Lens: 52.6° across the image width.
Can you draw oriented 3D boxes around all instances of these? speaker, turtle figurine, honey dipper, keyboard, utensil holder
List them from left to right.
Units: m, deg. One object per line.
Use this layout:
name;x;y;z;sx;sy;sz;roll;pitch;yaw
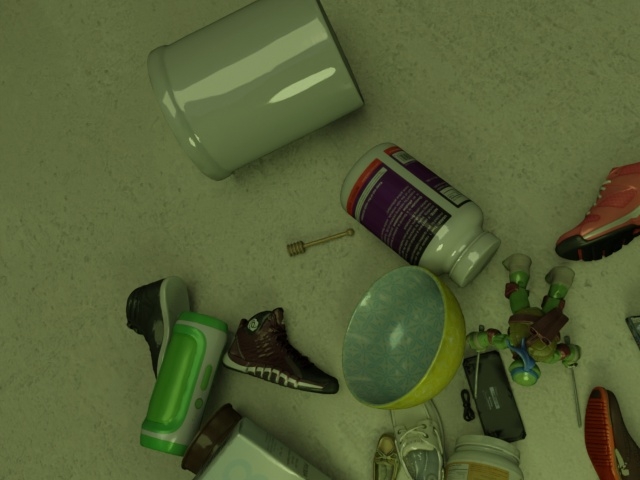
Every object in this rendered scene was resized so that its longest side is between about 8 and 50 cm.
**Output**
speaker;-0.298;0.314;1.427;0.131;0.131;0.296;8;71;20
utensil holder;-0.135;-0.362;1.463;0.385;0.327;0.327;-24;72;10
honey dipper;0.000;0.000;1.490;0.160;0.030;0.030;-18;73;12
keyboard;0.335;0.323;1.309;0.108;0.023;0.180;-17;72;8
turtle figurine;0.399;0.183;1.265;0.198;0.275;0.266;-2;54;35

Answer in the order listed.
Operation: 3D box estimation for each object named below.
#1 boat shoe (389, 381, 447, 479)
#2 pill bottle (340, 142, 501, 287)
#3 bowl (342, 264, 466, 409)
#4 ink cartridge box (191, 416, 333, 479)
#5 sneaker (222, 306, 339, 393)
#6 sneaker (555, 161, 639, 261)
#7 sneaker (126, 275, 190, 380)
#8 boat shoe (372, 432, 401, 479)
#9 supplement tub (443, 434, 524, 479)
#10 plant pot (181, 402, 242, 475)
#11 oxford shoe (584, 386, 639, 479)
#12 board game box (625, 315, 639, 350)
boat shoe;0.199;0.407;1.294;0.098;0.096;0.277;-25;67;15
pill bottle;0.207;-0.049;1.348;0.323;0.181;0.181;41;93;22
bowl;0.192;0.209;1.291;0.289;0.156;0.289;-36;40;38
ink cartridge box;-0.095;0.583;1.273;0.385;0.091;0.308;37;98;-2
sneaker;-0.078;0.234;1.427;0.281;0.106;0.162;12;79;21
sneaker;0.589;-0.071;1.277;0.314;0.116;0.136;-29;60;4
sneaker;-0.386;0.235;1.542;0.147;0.104;0.296;-6;86;35
boat shoe;0.132;0.475;1.330;0.056;0.048;0.153;7;81;20
supplement tub;0.296;0.478;1.195;0.144;0.144;0.200;5;55;20
plant pot;-0.180;0.465;1.387;0.165;0.167;0.167;31;89;14
oxford shoe;0.558;0.404;1.190;0.098;0.097;0.271;-6;80;-3
board game box;0.686;0.225;1.190;0.194;0.060;0.194;-9;76;17
